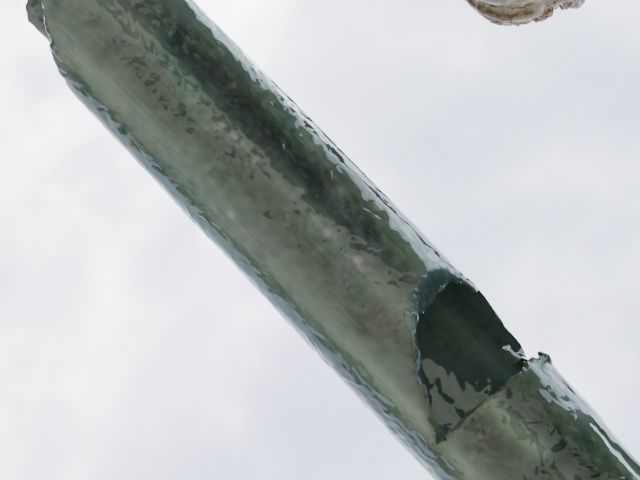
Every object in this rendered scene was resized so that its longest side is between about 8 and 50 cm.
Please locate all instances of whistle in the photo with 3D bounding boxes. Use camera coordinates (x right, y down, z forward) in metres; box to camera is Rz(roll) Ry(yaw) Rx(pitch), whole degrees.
[{"bbox_3d":[0.000,0.000,0.634,0.062,0.062,0.312,-46,-102,7],"label":"whistle"}]

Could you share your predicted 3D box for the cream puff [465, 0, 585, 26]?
[{"bbox_3d":[0.151,-0.226,1.260,0.126,0.103,0.144,16,-83,31],"label":"cream puff"}]
